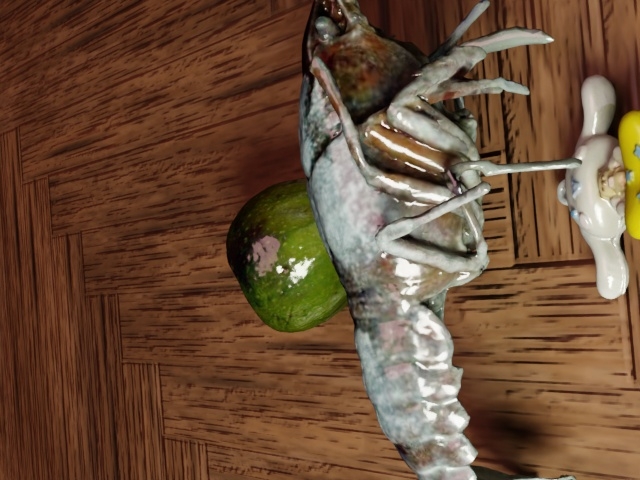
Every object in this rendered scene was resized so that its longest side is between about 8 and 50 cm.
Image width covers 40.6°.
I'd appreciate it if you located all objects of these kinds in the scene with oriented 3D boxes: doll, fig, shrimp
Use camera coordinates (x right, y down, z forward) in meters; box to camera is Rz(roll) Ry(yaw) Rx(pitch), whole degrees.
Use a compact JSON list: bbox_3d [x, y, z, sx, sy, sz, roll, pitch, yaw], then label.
[{"bbox_3d":[0.189,-0.043,0.534,0.113,0.071,0.135,127,135,-56],"label":"doll"},{"bbox_3d":[0.000,0.000,0.719,0.156,0.123,0.123,-28,66,3],"label":"fig"},{"bbox_3d":[0.071,-0.008,0.574,0.221,0.166,0.410,168,98,-78],"label":"shrimp"}]
